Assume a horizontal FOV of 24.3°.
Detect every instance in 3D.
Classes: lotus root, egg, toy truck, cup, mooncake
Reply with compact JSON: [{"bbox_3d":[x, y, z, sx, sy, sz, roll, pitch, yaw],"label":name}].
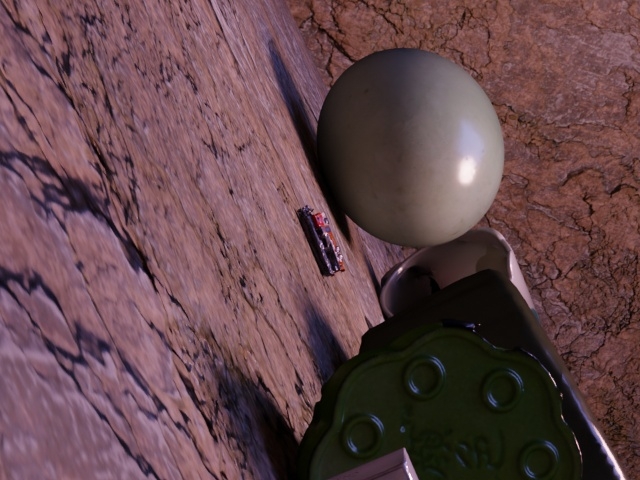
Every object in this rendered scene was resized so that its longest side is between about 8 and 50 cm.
[{"bbox_3d":[0.058,0.140,0.988,0.186,0.186,0.186,-23,90,-85],"label":"lotus root"},{"bbox_3d":[0.133,-0.143,2.233,0.389,0.276,0.276,-109,174,-57],"label":"egg"},{"bbox_3d":[0.000,0.000,1.651,0.032,0.024,0.083,-9,77,-55],"label":"toy truck"},{"bbox_3d":[0.211,0.129,2.345,0.290,0.219,0.257,22,-34,48],"label":"cup"},{"bbox_3d":[0.174,0.216,1.436,0.356,0.194,0.356,61,4,-7],"label":"mooncake"}]

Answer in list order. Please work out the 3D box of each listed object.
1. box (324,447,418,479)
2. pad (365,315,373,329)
[{"bbox_3d":[0.041,0.203,0.829,0.040,0.084,0.154,-80,146,-84],"label":"box"},{"bbox_3d":[0.108,0.210,1.938,0.143,0.003,0.211,57,11,-63],"label":"pad"}]
